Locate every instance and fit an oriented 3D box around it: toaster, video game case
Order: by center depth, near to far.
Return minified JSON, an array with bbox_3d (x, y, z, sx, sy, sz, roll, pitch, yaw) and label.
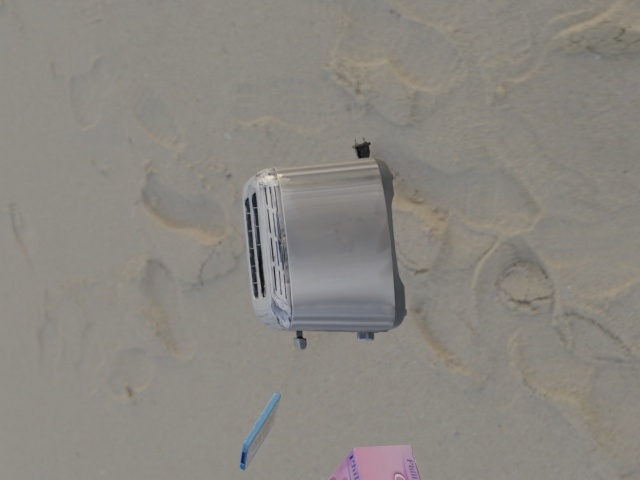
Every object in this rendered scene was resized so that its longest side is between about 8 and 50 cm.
[{"bbox_3d":[0.000,0.000,0.898,0.129,0.146,0.227,164,101,-73],"label":"toaster"},{"bbox_3d":[-0.117,0.370,1.612,0.015,0.119,0.166,29,151,8],"label":"video game case"}]

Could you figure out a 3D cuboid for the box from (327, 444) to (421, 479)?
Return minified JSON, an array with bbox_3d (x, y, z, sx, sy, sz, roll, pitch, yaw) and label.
[{"bbox_3d":[0.089,0.512,1.464,0.243,0.117,0.214,120,145,-44],"label":"box"}]
